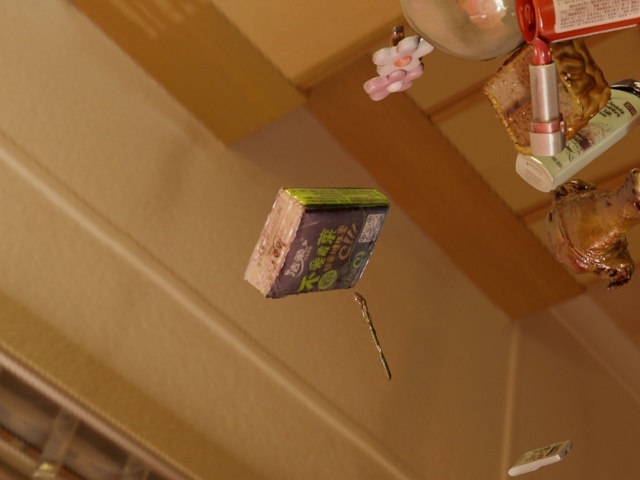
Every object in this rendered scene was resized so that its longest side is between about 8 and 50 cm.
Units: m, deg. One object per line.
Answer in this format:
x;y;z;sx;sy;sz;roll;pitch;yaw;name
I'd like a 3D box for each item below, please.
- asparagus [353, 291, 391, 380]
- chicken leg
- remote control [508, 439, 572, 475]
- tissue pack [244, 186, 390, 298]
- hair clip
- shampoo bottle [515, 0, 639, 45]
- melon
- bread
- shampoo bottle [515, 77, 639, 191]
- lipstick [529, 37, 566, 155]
0.103;0.187;2.137;0.023;0.022;0.233;-64;-38;-47;asparagus
0.512;-0.013;1.956;0.140;0.361;0.211;-26;-85;-13;chicken leg
0.467;0.464;2.307;0.061;0.162;0.029;-37;-88;-39;remote control
0.000;0.000;1.756;0.073;0.173;0.235;36;-156;33;tissue pack
0.166;-0.380;2.359;0.146;0.257;0.075;-23;-111;-16;hair clip
0.460;-0.386;1.738;0.104;0.278;0.104;168;90;-83;shampoo bottle
0.284;-0.449;1.906;0.268;0.330;0.268;-6;-78;-33;melon
0.394;-0.256;1.886;0.096;0.222;0.181;-29;-97;-29;bread
0.576;-0.242;2.377;0.359;0.078;0.134;-35;-125;-23;shampoo bottle
0.357;-0.232;1.725;0.063;0.057;0.186;-47;-46;-53;lipstick
